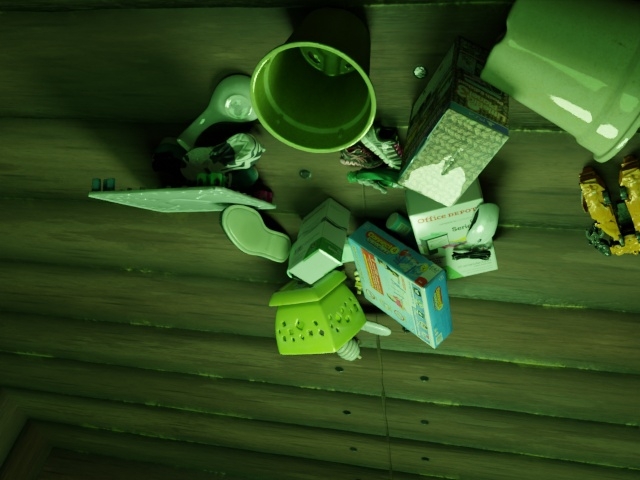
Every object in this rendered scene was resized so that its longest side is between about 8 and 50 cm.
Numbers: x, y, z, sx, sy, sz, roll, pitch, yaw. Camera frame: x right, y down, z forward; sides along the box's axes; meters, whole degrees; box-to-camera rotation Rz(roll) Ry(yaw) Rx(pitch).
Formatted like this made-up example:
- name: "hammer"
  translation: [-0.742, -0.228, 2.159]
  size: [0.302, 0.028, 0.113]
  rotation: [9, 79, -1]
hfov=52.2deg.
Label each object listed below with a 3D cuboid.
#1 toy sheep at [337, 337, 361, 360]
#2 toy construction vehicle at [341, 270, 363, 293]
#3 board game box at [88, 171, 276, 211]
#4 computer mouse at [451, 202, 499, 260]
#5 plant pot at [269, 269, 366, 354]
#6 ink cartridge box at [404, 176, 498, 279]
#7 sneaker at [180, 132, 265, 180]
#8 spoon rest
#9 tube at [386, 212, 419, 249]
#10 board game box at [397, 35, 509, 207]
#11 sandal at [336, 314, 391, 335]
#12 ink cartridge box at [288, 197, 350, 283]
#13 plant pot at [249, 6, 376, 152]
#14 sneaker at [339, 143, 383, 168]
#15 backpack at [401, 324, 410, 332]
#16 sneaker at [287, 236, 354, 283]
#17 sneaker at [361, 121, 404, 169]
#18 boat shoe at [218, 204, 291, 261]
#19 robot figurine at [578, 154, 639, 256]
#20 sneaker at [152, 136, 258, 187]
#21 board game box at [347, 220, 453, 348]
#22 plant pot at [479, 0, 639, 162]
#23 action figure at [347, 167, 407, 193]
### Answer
- name: "toy sheep"
  translation: [0.102, 0.393, 2.385]
  size: [0.132, 0.091, 0.091]
  rotation: [34, 135, -19]
- name: "toy construction vehicle"
  translation: [0.103, 0.138, 2.153]
  size: [0.085, 0.035, 0.098]
  rotation: [11, 138, 5]
- name: "board game box"
  translation: [-0.372, -0.129, 1.833]
  size: [0.389, 0.051, 0.390]
  rotation: [-1, 175, 18]
- name: "computer mouse"
  translation: [0.418, -0.014, 1.717]
  size: [0.105, 0.042, 0.193]
  rotation: [5, 132, -5]
- name: "plant pot"
  translation: [-0.018, 0.223, 2.096]
  size: [0.228, 0.227, 0.207]
  rotation: [-10, 104, 34]
- name: "ink cartridge box"
  translation: [0.365, -0.030, 1.812]
  size: [0.201, 0.117, 0.278]
  rotation: [-14, 131, 13]
- name: "sneaker"
  translation: [-0.256, -0.224, 1.792]
  size: [0.234, 0.153, 0.094]
  rotation: [-25, 83, 20]
- name: "spoon rest"
  translation: [-0.263, -0.340, 1.741]
  size: [0.276, 0.084, 0.137]
  rotation: [-30, 123, 23]
- name: "tube"
  translation: [0.286, -0.011, 1.935]
  size: [0.207, 0.052, 0.080]
  rotation: [32, 138, -25]
- name: "board game box"
  translation: [0.303, -0.268, 1.473]
  size: [0.141, 0.291, 0.232]
  rotation: [23, 138, -8]
- name: "sandal"
  translation: [0.127, 0.257, 2.240]
  size: [0.265, 0.076, 0.102]
  rotation: [14, 156, 22]
- name: "ink cartridge box"
  translation: [0.000, 0.000, 1.912]
  size: [0.086, 0.209, 0.153]
  rotation: [32, 136, -22]
- name: "plant pot"
  translation: [0.006, -0.385, 1.467]
  size: [0.275, 0.254, 0.276]
  rotation: [8, 138, 8]
- name: "sneaker"
  translation: [0.111, -0.230, 1.760]
  size: [0.119, 0.047, 0.057]
  rotation: [7, 126, 7]
- name: "backpack"
  translation: [0.320, 0.240, 2.150]
  size: [0.114, 0.084, 0.105]
  rotation: [-12, 152, -32]
- name: "sneaker"
  translation: [0.021, 0.072, 2.023]
  size: [0.255, 0.151, 0.094]
  rotation: [-3, 133, 18]
- name: "sneaker"
  translation: [0.185, -0.248, 1.699]
  size: [0.170, 0.063, 0.075]
  rotation: [34, 135, -18]
- name: "boat shoe"
  translation: [-0.219, -0.023, 1.976]
  size: [0.113, 0.127, 0.340]
  rotation: [12, 173, 32]
- name: "robot figurine"
  translation: [0.781, -0.075, 1.686]
  size: [0.211, 0.085, 0.291]
  rotation: [-14, 129, 29]
- name: "sneaker"
  translation: [-0.334, -0.196, 1.868]
  size: [0.302, 0.121, 0.108]
  rotation: [16, 138, 0]
- name: "board game box"
  translation: [0.239, 0.132, 1.932]
  size: [0.302, 0.086, 0.308]
  rotation: [36, 157, 37]
- name: "plant pot"
  translation: [0.506, -0.373, 1.315]
  size: [0.305, 0.334, 0.334]
  rotation: [26, 138, 6]
- name: "action figure"
  translation: [0.181, -0.165, 1.759]
  size: [0.232, 0.137, 0.064]
  rotation: [8, 116, 22]
